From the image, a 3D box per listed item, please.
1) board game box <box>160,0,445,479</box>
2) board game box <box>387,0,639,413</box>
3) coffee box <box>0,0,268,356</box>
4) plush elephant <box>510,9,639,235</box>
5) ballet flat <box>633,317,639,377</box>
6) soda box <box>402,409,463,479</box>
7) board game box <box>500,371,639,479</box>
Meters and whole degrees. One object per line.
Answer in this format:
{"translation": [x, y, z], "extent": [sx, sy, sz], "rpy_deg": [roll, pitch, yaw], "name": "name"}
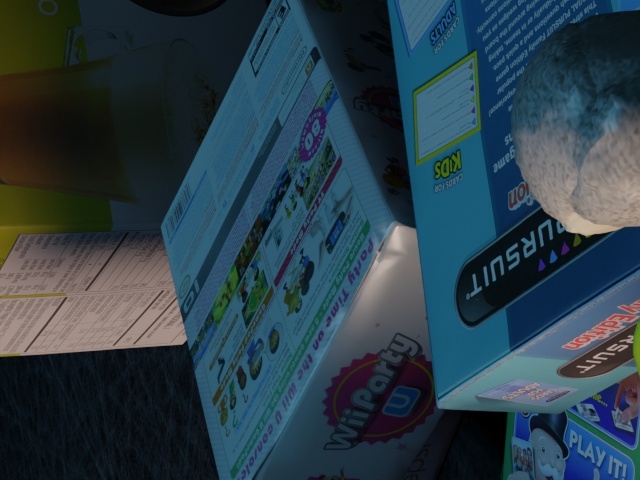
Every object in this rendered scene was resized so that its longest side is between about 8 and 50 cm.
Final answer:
{"translation": [0.000, 0.000, 0.939], "extent": [0.224, 0.097, 0.303], "rpy_deg": [-62, 26, 28], "name": "board game box"}
{"translation": [0.127, -0.117, 0.694], "extent": [0.254, 0.079, 0.336], "rpy_deg": [137, 133, -55], "name": "board game box"}
{"translation": [-0.244, -0.105, 1.301], "extent": [0.338, 0.334, 0.338], "rpy_deg": [136, 127, -58], "name": "coffee box"}
{"translation": [0.231, 0.063, 0.384], "extent": [0.272, 0.330, 0.255], "rpy_deg": [-110, 2, -60], "name": "plush elephant"}
{"translation": [0.196, 0.110, 0.509], "extent": [0.231, 0.077, 0.077], "rpy_deg": [43, 130, -5], "name": "ballet flat"}
{"translation": [0.035, 0.156, 1.040], "extent": [0.074, 0.069, 0.216], "rpy_deg": [-118, 34, -43], "name": "soda box"}
{"translation": [0.191, 0.082, 0.701], "extent": [0.317, 0.046, 0.214], "rpy_deg": [-147, 58, -62], "name": "board game box"}
